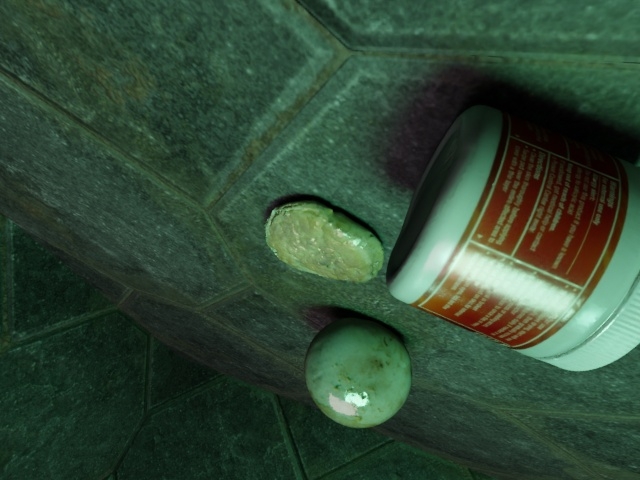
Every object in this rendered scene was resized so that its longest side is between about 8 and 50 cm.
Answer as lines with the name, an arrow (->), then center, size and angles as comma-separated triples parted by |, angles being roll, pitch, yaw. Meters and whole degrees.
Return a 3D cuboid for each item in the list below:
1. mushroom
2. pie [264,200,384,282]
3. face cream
mushroom -> 0.084, 0.297, 0.958 | 0.243, 0.244, 0.243 | 19, 150, 11
pie -> -0.001, 0.003, 0.698 | 0.218, 0.052, 0.185 | 10, 148, 29
face cream -> 0.184, -0.004, 0.399 | 0.187, 0.201, 0.201 | 23, 150, 3
